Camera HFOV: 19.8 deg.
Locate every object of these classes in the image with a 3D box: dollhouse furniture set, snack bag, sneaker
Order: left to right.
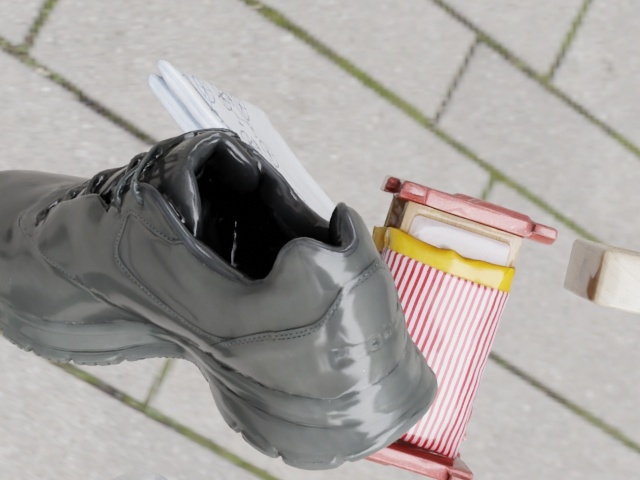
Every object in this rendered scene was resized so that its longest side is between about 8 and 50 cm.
[{"bbox_3d":[-0.070,-0.001,0.859,0.109,0.286,0.130,-43,136,-37],"label":"sneaker"},{"bbox_3d":[0.000,0.000,1.600,0.037,0.323,0.342,-39,77,7],"label":"snack bag"},{"bbox_3d":[0.196,0.094,1.360,0.374,0.152,0.201,16,93,-6],"label":"dollhouse furniture set"}]

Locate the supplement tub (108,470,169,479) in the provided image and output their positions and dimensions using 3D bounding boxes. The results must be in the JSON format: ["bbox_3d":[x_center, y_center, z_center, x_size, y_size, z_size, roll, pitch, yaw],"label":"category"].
[{"bbox_3d":[-0.108,0.348,1.392,0.193,0.193,0.316,-40,99,-19],"label":"supplement tub"}]
